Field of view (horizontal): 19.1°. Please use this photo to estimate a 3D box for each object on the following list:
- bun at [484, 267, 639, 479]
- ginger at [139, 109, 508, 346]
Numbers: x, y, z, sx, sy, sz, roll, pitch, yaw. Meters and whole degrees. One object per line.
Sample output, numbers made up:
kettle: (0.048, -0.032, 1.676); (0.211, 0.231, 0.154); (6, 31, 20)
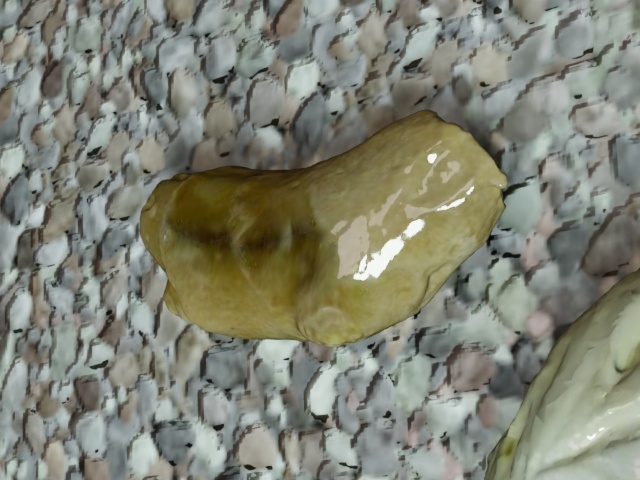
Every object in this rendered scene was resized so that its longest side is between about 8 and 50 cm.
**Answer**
bun: (0.121, 0.102, 0.639); (0.193, 0.128, 0.178); (-47, 57, 27)
ginger: (-0.001, -0.002, 0.799); (0.190, 0.069, 0.095); (-5, 83, 39)
